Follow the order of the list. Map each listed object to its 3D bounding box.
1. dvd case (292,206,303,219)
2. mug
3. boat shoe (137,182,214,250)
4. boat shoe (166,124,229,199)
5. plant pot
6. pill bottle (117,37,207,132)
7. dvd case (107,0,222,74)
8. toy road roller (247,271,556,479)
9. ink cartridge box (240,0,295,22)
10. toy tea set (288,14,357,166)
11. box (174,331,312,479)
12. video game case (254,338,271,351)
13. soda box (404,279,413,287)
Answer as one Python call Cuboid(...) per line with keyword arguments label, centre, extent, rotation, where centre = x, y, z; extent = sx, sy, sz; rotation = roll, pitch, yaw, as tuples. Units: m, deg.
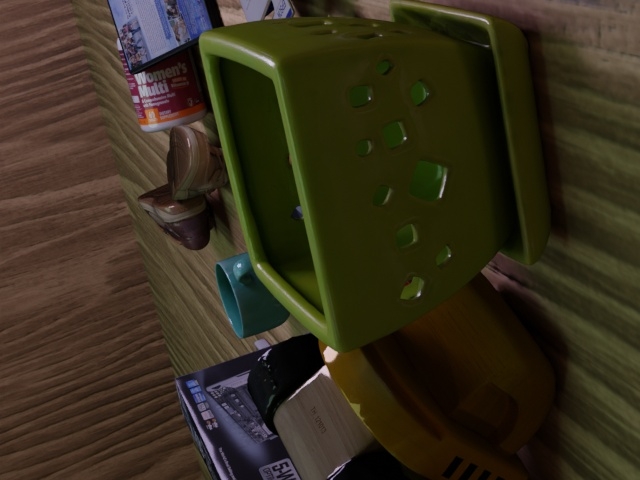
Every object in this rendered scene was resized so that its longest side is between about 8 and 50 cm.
Cuboid(label="dvd case", centre=(0.000, 0.000, 1.522), extent=(0.239, 0.029, 0.179), rotation=(-130, 26, -56))
Cuboid(label="mug", centre=(-0.096, 0.080, 1.825), extent=(0.158, 0.097, 0.129), rotation=(-176, 69, -73))
Cuboid(label="boat shoe", centre=(-0.271, -0.046, 2.268), extent=(0.123, 0.123, 0.342), rotation=(68, 167, -14))
Cuboid(label="boat shoe", centre=(-0.205, -0.131, 1.980), extent=(0.302, 0.098, 0.109), rotation=(139, 126, -76))
Cuboid(label="plant pot", centre=(0.047, -0.073, 0.921), extent=(0.227, 0.207, 0.228), rotation=(-142, 36, -65))
Cuboid(label="pill bottle", centre=(-0.275, -0.304, 1.973), extent=(0.121, 0.121, 0.221), rotation=(-151, 45, -69))
Cuboid(label="dvd case", centre=(-0.253, -0.375, 1.808), extent=(0.253, 0.022, 0.180), rotation=(-12, 96, 50))
Cuboid(label="toy road roller", centre=(0.118, 0.167, 1.067), extent=(0.329, 0.240, 0.202), rotation=(33, -161, -46))
Cuboid(label="ink cartridge box", centre=(-0.084, -0.390, 1.301), extent=(0.176, 0.069, 0.371), rotation=(132, 122, -72))
Cuboid(label="toy tea set", centre=(-0.013, -0.098, 1.265), extent=(0.336, 0.124, 0.200), rotation=(136, 115, -73))
Cuboid(label="box", centre=(-0.029, 0.259, 1.515), extent=(0.307, 0.242, 0.076), rotation=(-126, 23, -50))
Cuboid(label="video game case", centre=(-0.056, 0.305, 2.084), extent=(0.227, 0.026, 0.206), rotation=(-143, 37, -66))
Cuboid(label="soda box", centre=(0.051, 0.118, 1.351), extent=(0.263, 0.092, 0.083), rotation=(98, 149, -58))
